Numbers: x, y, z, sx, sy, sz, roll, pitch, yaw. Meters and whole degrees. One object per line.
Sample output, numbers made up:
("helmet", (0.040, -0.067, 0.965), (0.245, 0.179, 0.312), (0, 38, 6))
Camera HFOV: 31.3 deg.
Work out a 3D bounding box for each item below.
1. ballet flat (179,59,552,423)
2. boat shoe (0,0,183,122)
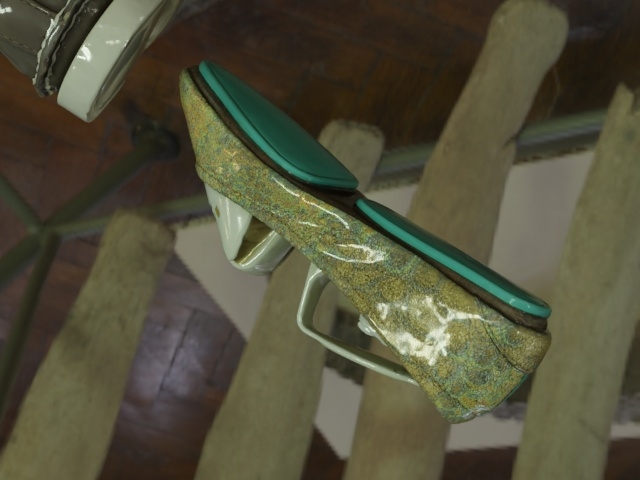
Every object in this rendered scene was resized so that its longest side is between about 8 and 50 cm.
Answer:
("ballet flat", (0.000, 0.000, 0.801), (0.348, 0.123, 0.123), (38, 148, 25))
("boat shoe", (-0.142, -0.174, 0.755), (0.097, 0.324, 0.116), (30, 114, -9))
